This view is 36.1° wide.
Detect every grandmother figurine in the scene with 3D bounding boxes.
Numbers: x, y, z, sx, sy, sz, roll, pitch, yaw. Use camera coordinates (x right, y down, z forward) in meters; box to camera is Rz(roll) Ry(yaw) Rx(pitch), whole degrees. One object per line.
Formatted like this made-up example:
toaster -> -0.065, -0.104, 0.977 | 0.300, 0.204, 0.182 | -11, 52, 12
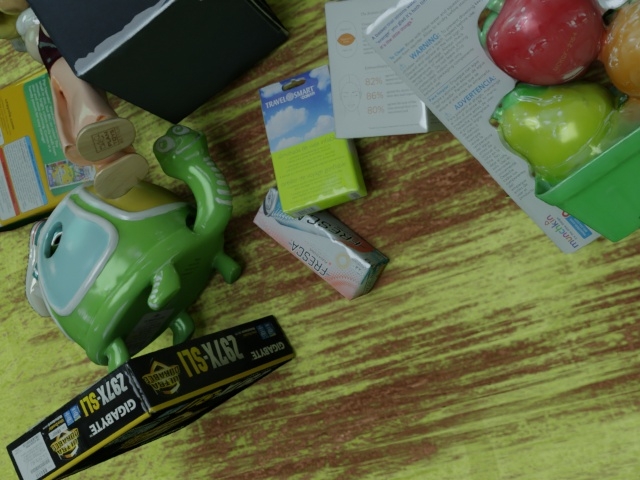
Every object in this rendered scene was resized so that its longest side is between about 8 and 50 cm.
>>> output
grandmother figurine -> -0.332, -0.216, 1.310 | 0.342, 0.104, 0.208 | 55, 156, 40

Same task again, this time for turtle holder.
turtle holder -> -0.261, 0.014, 1.356 | 0.227, 0.243, 0.320 | 42, 135, 14

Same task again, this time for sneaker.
sneaker -> -0.429, 0.049, 1.580 | 0.075, 0.057, 0.161 | 9, 99, 35

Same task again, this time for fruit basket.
fruit basket -> 0.277, -0.192, 1.021 | 0.327, 0.165, 0.353 | -39, 98, 29

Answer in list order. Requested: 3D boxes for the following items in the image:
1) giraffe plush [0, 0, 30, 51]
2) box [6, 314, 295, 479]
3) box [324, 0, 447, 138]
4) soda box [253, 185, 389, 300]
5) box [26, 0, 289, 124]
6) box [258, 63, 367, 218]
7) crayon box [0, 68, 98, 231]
giraffe plush -> -0.463, -0.401, 1.495 | 0.210, 0.181, 0.171 | 160, 106, -65
box -> -0.220, 0.215, 1.330 | 0.257, 0.322, 0.079 | -37, 77, 28
box -> 0.088, -0.216, 1.220 | 0.130, 0.091, 0.171 | 0, 97, 31
soda box -> 0.000, 0.000, 1.323 | 0.183, 0.058, 0.063 | 38, 114, 19
box -> -0.263, -0.384, 1.254 | 0.212, 0.293, 0.395 | -37, 77, 9
box -> -0.012, -0.129, 1.290 | 0.109, 0.042, 0.178 | -17, 74, 17
crayon box -> -0.436, -0.146, 1.541 | 0.323, 0.083, 0.203 | -16, 89, 32
